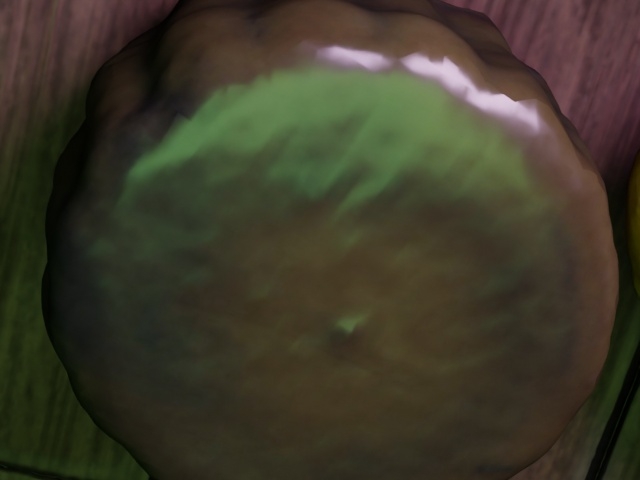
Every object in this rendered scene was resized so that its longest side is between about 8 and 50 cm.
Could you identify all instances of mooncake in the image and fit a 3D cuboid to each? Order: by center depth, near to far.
[{"bbox_3d":[0.000,0.000,0.835,0.290,0.161,0.290,-2,116,-4],"label":"mooncake"}]

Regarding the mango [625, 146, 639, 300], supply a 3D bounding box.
[{"bbox_3d":[0.342,0.076,0.880,0.445,0.220,0.301,38,112,-10],"label":"mango"}]
